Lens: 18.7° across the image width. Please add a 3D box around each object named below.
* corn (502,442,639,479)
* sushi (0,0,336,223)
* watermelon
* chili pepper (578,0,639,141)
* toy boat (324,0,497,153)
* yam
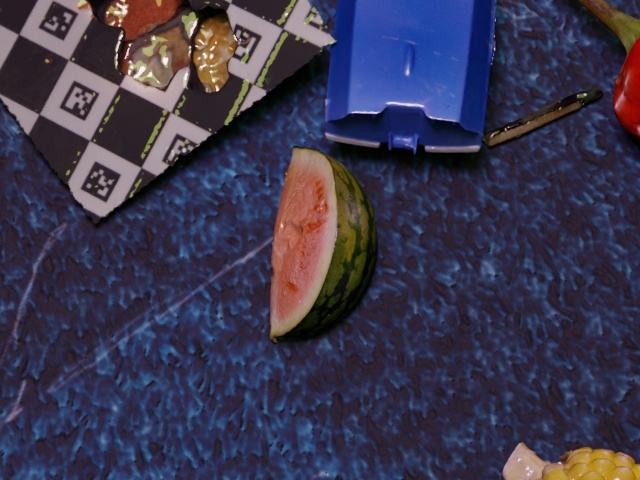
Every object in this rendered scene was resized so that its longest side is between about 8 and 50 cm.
[{"bbox_3d":[0.260,0.266,1.369,0.130,0.130,0.347,-44,67,-12],"label":"corn"},{"bbox_3d":[-0.160,-0.195,1.589,0.264,0.050,0.290,-37,76,4],"label":"sushi"},{"bbox_3d":[0.014,0.002,1.523,0.069,0.087,0.163,18,71,-32],"label":"watermelon"},{"bbox_3d":[0.300,-0.119,1.510,0.338,0.134,0.131,24,87,7],"label":"chili pepper"},{"bbox_3d":[0.080,-0.202,1.573,0.129,0.088,0.295,5,61,3],"label":"toy boat"},{"bbox_3d":[0.180,-0.100,1.567,0.107,0.014,0.014,-24,72,-7],"label":"yam"}]
